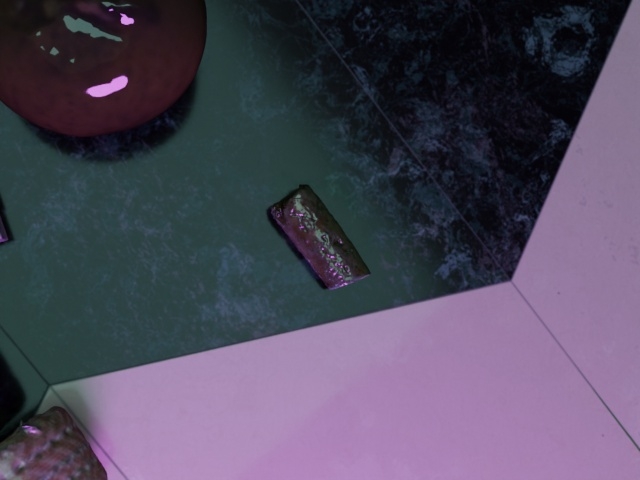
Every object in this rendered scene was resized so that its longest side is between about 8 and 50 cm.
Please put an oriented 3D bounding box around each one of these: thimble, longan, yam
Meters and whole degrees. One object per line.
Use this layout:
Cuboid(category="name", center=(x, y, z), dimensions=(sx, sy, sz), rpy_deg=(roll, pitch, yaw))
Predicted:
Cuboid(category="thimble", center=(-0.421, 0.341, 1.188), dimensions=(0.229, 0.196, 0.148), rpy_deg=(-33, 90, -8))
Cuboid(category="longan", center=(-0.311, -0.290, 1.179), dimensions=(0.319, 0.319, 0.319), rpy_deg=(0, 88, -10))
Cuboid(category="yam", center=(0.000, 0.000, 1.337), dimensions=(0.078, 0.078, 0.179), rpy_deg=(-36, 98, -9))

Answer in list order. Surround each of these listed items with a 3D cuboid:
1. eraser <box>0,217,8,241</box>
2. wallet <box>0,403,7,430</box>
Cuboid(category="eraser", center=(-0.545, -0.083, 1.246), dimensions=(0.124, 0.068, 0.210), rpy_deg=(-18, 92, -11))
Cuboid(category="wallet", center=(-0.626, 0.278, 1.196), dimensions=(0.377, 0.051, 0.197), rpy_deg=(-32, 94, 5))
